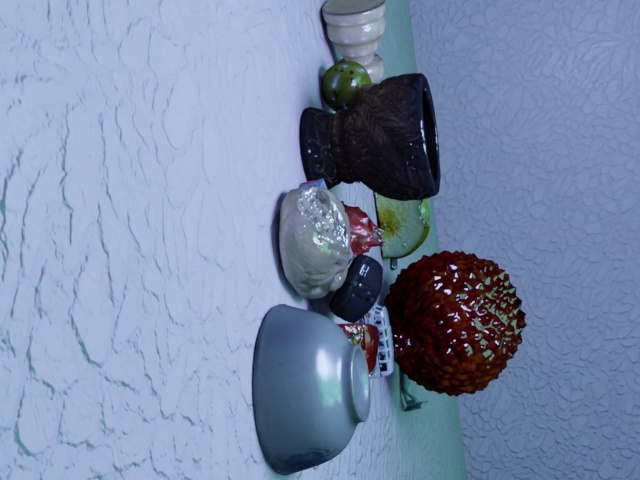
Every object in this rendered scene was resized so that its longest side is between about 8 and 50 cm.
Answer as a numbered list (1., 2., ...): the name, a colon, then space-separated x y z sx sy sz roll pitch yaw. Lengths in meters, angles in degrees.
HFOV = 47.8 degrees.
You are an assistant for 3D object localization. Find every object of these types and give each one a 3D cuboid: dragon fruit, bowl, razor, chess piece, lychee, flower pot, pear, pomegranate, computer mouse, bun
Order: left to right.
1. bun: 0.000 0.000 1.363 0.237 0.116 0.210 47 41 -69
2. bowl: 0.002 0.249 1.230 0.289 0.146 0.290 -5 90 -74
3. dragon fruit: 0.057 0.230 1.484 0.161 0.127 0.121 50 30 -66
4. pomegranate: 0.081 -0.356 1.713 0.129 0.159 0.129 -59 164 -29
5. chess piece: 0.098 -0.464 1.858 0.167 0.166 0.300 -74 160 -53
6. computer mouse: 0.081 0.106 1.521 0.138 0.086 0.270 -63 177 -4
7. dragon fruit: 0.099 -0.025 1.746 0.153 0.110 0.153 -6 90 -78
8. flower pot: 0.108 -0.207 1.548 0.266 0.267 0.267 -6 90 -73
9. pear: 0.270 -0.091 2.295 0.292 0.159 0.293 -6 90 -77
10. razor: 0.281 0.413 2.353 0.111 0.056 0.278 137 -51 -62
11. lychee: 0.368 0.248 2.108 0.499 0.424 0.425 -27 116 -31

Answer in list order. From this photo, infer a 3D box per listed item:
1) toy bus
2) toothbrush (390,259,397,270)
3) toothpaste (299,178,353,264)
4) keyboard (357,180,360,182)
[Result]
1. toy bus: 0.136 0.249 1.810 0.087 0.088 0.194 -6 89 -75
2. toothbrush: 0.251 -0.032 2.436 0.030 0.030 0.297 31 51 -38
3. toothpaste: 0.002 -0.032 1.500 0.044 0.070 0.193 -66 140 -52
4. keyboard: 0.092 -0.258 1.976 0.074 0.015 0.197 18 67 -69
